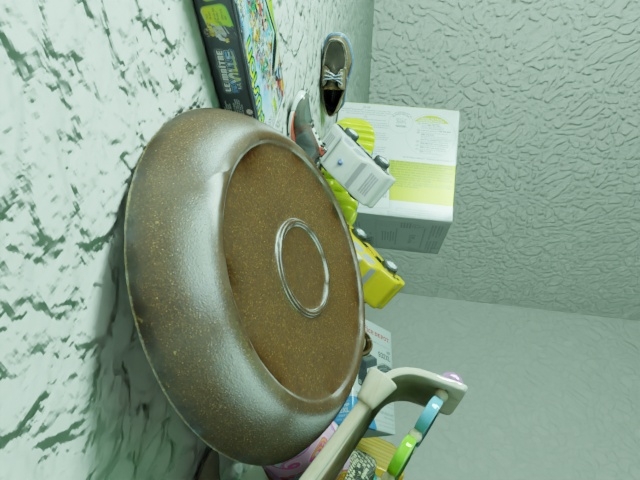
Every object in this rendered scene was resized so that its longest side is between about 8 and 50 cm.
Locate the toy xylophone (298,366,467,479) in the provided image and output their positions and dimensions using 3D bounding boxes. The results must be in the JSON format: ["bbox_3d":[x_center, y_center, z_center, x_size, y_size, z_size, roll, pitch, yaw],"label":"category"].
[{"bbox_3d":[0.030,0.251,0.482,0.323,0.081,0.236,-53,158,-15],"label":"toy xylophone"}]

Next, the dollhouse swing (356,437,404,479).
[{"bbox_3d":[0.137,0.580,1.651,0.347,0.305,0.315,36,60,-80],"label":"dollhouse swing"}]

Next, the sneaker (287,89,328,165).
[{"bbox_3d":[-0.017,-0.166,0.816,0.061,0.065,0.158,-71,165,-59],"label":"sneaker"}]

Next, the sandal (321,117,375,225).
[{"bbox_3d":[0.051,-0.147,1.187,0.138,0.126,0.317,85,21,-70],"label":"sandal"}]

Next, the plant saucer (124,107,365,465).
[{"bbox_3d":[-0.031,0.028,0.435,0.310,0.050,0.311,40,43,-51],"label":"plant saucer"}]

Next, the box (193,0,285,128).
[{"bbox_3d":[-0.074,-0.193,0.487,0.207,0.036,0.114,85,13,-55],"label":"box"}]

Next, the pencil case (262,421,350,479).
[{"bbox_3d":[-0.042,0.211,0.577,0.284,0.124,0.124,71,24,-46],"label":"pencil case"}]

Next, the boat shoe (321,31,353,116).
[{"bbox_3d":[0.033,-0.345,1.052,0.183,0.066,0.066,87,13,-50],"label":"boat shoe"}]

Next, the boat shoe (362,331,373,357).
[{"bbox_3d":[0.030,0.201,1.036,0.123,0.116,0.324,67,11,21],"label":"boat shoe"}]

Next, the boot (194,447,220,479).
[{"bbox_3d":[-0.093,0.280,0.513,0.118,0.087,0.042,-77,168,-45],"label":"boot"}]

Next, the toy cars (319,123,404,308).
[{"bbox_3d":[0.062,-0.053,1.002,0.087,0.176,0.394,-3,88,-58],"label":"toy cars"}]

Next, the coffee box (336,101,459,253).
[{"bbox_3d":[0.211,-0.174,1.476,0.337,0.338,0.334,72,25,-73],"label":"coffee box"}]

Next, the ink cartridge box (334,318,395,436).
[{"bbox_3d":[0.104,0.390,1.431,0.223,0.129,0.307,33,47,-42],"label":"ink cartridge box"}]

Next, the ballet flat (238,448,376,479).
[{"bbox_3d":[-0.031,0.387,0.732,0.182,0.164,0.483,56,17,7],"label":"ballet flat"}]
